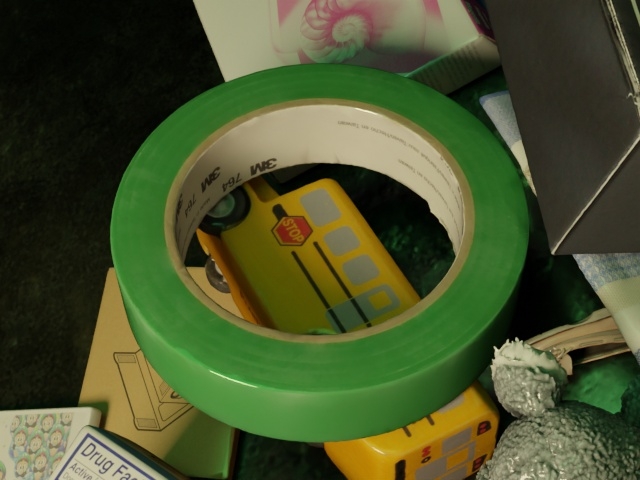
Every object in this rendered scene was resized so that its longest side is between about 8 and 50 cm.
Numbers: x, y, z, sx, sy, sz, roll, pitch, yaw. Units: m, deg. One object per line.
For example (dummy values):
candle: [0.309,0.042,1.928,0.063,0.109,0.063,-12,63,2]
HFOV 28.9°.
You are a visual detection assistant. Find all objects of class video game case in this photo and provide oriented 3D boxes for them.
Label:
video game case: [-0.276,0.224,1.131,0.157,0.019,0.143,-7,63,32]

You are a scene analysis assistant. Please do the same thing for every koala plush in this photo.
koala plush: [0.178,0.180,0.863,0.203,0.221,0.196,-16,61,15]

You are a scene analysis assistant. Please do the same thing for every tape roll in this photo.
tape roll: [0.000,0.000,0.976,0.321,0.077,0.321,0,53,0]

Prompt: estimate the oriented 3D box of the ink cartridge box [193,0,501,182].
ink cartridge box: [0.039,-0.265,1.229,0.330,0.071,0.324,-29,58,9]

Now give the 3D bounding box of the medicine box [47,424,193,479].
medicine box: [-0.135,0.337,0.947,0.263,0.149,0.289,28,78,26]

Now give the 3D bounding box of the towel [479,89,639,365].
towel: [0.272,-0.024,0.977,0.209,0.034,0.285,-12,56,-23]

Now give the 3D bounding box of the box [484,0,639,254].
box: [0.300,-0.155,0.934,0.296,0.183,0.294,-1,60,-14]

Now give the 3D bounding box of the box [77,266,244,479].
box: [-0.141,0.119,1.142,0.164,0.021,0.201,-1,65,22]

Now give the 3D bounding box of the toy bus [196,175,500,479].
toy bus: [0.006,0.062,1.044,0.130,0.108,0.332,-25,56,-14]

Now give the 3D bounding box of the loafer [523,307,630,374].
loafer: [0.206,0.089,1.003,0.125,0.045,0.039,-25,65,6]
